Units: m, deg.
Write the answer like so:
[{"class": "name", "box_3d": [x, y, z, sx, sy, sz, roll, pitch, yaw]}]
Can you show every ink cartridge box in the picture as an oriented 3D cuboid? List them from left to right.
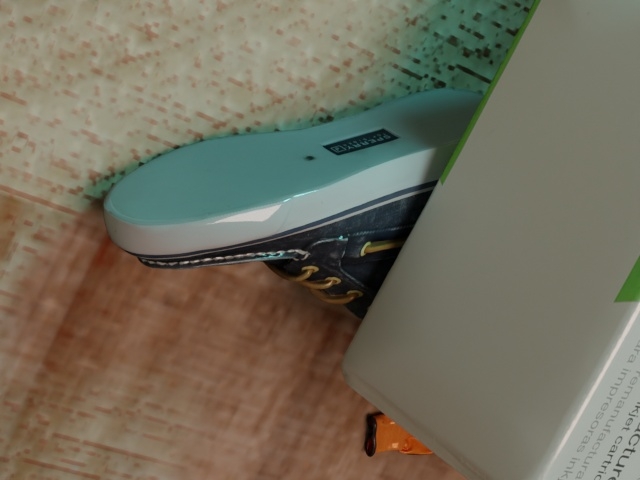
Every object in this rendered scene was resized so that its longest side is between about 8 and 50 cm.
[{"class": "ink cartridge box", "box_3d": [0.168, 0.018, 0.790, 0.273, 0.115, 0.198, 15, 106, -49]}]

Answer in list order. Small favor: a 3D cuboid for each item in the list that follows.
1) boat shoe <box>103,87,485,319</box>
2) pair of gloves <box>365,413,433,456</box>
[{"class": "boat shoe", "box_3d": [0.000, 0.000, 0.749, 0.183, 0.065, 0.083, -15, 122, -28]}, {"class": "pair of gloves", "box_3d": [0.057, 0.062, 0.853, 0.074, 0.010, 0.083, -5, 114, -33]}]
